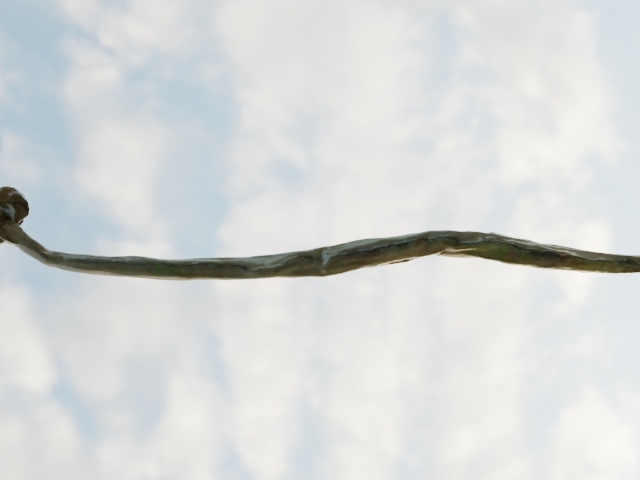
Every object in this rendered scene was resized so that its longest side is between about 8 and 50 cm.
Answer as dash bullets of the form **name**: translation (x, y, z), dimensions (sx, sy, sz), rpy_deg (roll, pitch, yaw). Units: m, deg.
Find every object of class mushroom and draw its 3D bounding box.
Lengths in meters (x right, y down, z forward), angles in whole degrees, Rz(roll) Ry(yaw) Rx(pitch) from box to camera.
- **mushroom**: translation (0.000, 0.005, 0.623), dimensions (0.026, 0.286, 0.028), rpy_deg (-90, 7, -54)
